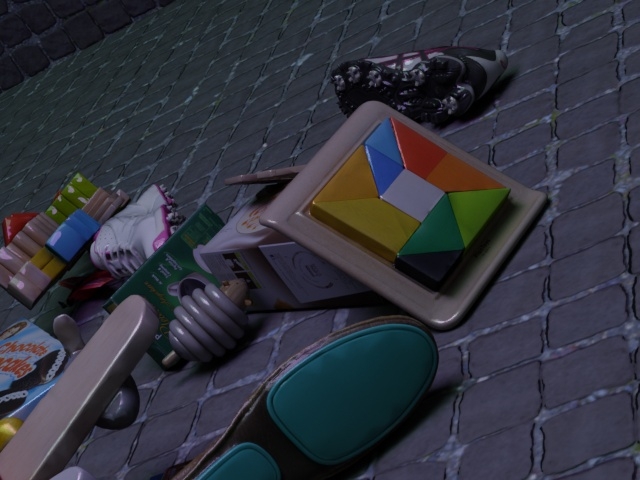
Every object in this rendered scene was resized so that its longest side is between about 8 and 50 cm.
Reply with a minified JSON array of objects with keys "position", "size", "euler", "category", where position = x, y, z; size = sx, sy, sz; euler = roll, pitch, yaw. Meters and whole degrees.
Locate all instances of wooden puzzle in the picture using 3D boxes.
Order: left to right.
[{"position":[0.090,-0.038,1.473],"size":[0.239,0.044,0.221],"euler":[29,53,16],"category":"wooden puzzle"}]

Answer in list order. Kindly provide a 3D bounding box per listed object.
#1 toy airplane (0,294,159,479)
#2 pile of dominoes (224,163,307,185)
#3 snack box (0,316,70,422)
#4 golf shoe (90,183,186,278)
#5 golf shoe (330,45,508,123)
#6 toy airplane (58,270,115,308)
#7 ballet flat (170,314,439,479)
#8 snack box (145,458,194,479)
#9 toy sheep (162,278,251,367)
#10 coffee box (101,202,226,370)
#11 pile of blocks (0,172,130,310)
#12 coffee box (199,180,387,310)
[{"position":[-0.315,0.257,1.329],"size":[0.386,0.272,0.384],"euler":[-17,54,16],"category":"toy airplane"},{"position":[0.016,-0.097,1.689],"size":[0.196,0.040,0.251],"euler":[-6,-1,39],"category":"pile of dominoes"},{"position":[-0.397,0.195,1.774],"size":[0.187,0.060,0.322],"euler":[-36,20,-18],"category":"snack box"},{"position":[-0.233,0.016,1.874],"size":[0.140,0.115,0.306],"euler":[-29,14,-3],"category":"golf shoe"},{"position":[0.129,-0.208,1.904],"size":[0.120,0.105,0.273],"euler":[-29,22,-36],"category":"golf shoe"},{"position":[-0.315,0.050,2.027],"size":[0.151,0.028,0.151],"euler":[-29,21,12],"category":"toy airplane"},{"position":[-0.040,0.191,1.294],"size":[0.342,0.116,0.124],"euler":[-43,5,-14],"category":"ballet flat"},{"position":[-0.166,0.283,1.352],"size":[0.064,0.022,0.178],"euler":[-22,25,28],"category":"snack box"},{"position":[-0.130,0.096,1.615],"size":[0.132,0.091,0.091],"euler":[-50,24,-3],"category":"toy sheep"},{"position":[-0.163,0.054,1.699],"size":[0.184,0.113,0.040],"euler":[-50,10,-32],"category":"coffee box"},{"position":[-0.379,-0.025,2.028],"size":[0.149,0.113,0.362],"euler":[-50,5,20],"category":"pile of blocks"},{"position":[0.000,0.000,1.613],"size":[0.246,0.098,0.141],"euler":[-6,34,48],"category":"coffee box"}]
